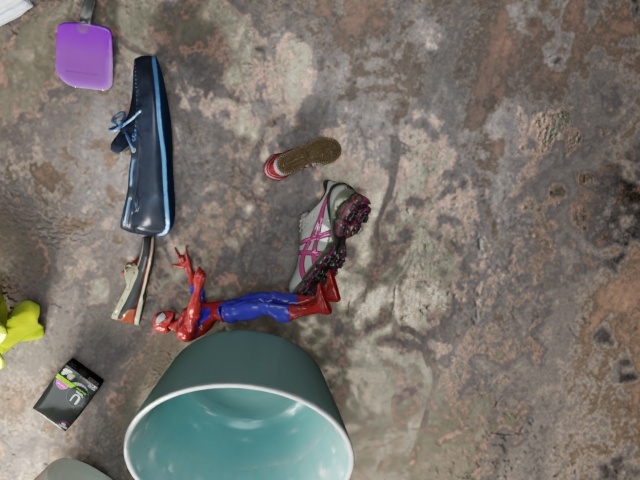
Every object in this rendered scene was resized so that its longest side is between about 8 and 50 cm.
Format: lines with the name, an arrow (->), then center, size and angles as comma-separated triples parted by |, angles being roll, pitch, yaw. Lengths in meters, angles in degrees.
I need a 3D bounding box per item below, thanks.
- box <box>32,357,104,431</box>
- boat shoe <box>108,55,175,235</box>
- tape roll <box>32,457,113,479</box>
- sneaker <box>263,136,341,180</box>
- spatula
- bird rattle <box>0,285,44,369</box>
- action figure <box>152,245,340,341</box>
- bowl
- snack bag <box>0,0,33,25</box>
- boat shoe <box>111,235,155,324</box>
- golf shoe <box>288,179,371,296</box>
box -> -0.371, 0.227, 1.495 | 0.062, 0.052, 0.083 | 37, 93, -4
boat shoe -> -0.260, -0.133, 1.447 | 0.089, 0.109, 0.258 | -2, 93, 1
tape roll -> -0.305, 0.439, 1.401 | 0.100, 0.286, 0.286 | -45, 95, 0
sneaker -> -0.030, -0.120, 1.496 | 0.118, 0.067, 0.042 | -20, 94, -31
spatula -> -0.332, -0.368, 1.460 | 0.084, 0.030, 0.296 | 6, 95, -1
bird rattle -> -0.538, 0.118, 1.468 | 0.254, 0.143, 0.207 | -19, 84, 12
action figure -> -0.127, 0.064, 1.451 | 0.280, 0.091, 0.139 | -15, 100, 18
bowl -> -0.108, 0.242, 1.419 | 0.312, 0.163, 0.311 | 1, 133, 1
snack bag -> -0.636, -0.395, 1.441 | 0.343, 0.037, 0.323 | -29, 96, 0
boat shoe -> -0.273, 0.057, 1.491 | 0.043, 0.049, 0.137 | 14, 98, -2
golf shoe -> 0.000, 0.000, 1.499 | 0.086, 0.067, 0.186 | 35, 101, 30
